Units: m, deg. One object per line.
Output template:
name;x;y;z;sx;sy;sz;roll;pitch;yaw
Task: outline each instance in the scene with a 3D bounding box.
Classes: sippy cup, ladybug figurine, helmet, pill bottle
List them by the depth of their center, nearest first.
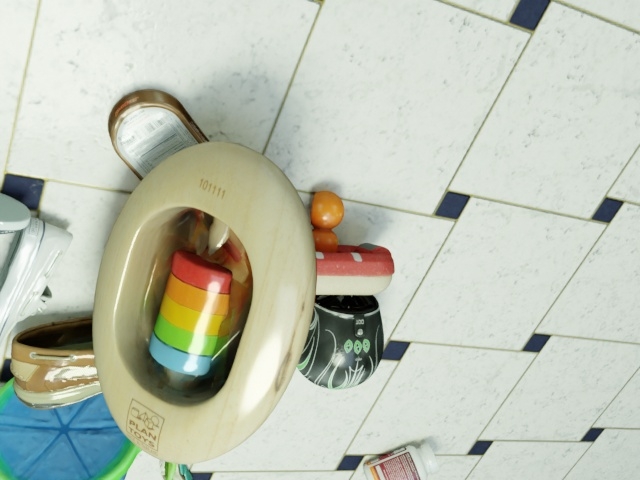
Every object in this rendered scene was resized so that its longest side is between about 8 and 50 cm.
ladybug figurine;-0.146;0.087;0.999;0.162;0.305;0.450;-16;130;-66
sippy cup;-0.400;0.345;1.181;0.240;0.305;0.224;-48;162;-43
helmet;0.027;0.170;1.252;0.169;0.169;0.162;0;109;-22
pill bottle;0.174;0.495;1.610;0.151;0.086;0.086;-21;132;-5

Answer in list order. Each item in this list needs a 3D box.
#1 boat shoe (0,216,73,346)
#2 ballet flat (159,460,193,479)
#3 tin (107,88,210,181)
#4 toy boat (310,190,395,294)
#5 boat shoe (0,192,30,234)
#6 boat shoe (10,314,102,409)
boat shoe;-0.411;0.075;1.038;0.075;0.083;0.226;18;117;-31
ballet flat;-0.275;0.426;1.394;0.052;0.057;0.168;-8;129;-4
tin;-0.205;-0.116;1.004;0.106;0.040;0.190;-29;132;8
toy boat;0.000;0.000;1.132;0.231;0.151;0.151;2;95;-25
boat shoe;-0.471;-0.019;0.958;0.183;0.065;0.083;7;126;-20
boat shoe;-0.298;0.152;1.119;0.323;0.122;0.120;-15;123;-20
